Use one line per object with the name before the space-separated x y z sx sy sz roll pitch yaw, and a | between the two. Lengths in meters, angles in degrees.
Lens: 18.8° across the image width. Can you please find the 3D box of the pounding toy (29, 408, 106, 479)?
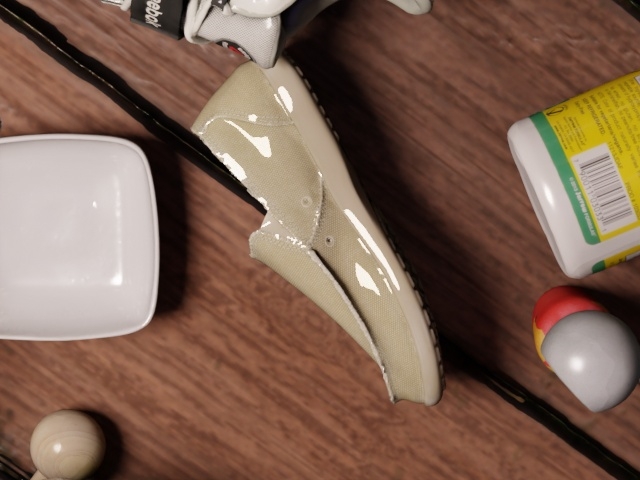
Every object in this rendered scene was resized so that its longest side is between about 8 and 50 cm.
pounding toy | -0.117 0.238 1.365 0.237 0.110 0.183 36 112 20

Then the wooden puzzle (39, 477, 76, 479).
wooden puzzle | -0.245 0.330 1.339 0.348 0.080 0.322 -16 100 26

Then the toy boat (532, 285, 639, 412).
toy boat | 0.299 0.084 1.308 0.318 0.148 0.267 6 102 -4

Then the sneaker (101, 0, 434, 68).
sneaker | -0.080 -0.179 1.229 0.331 0.122 0.146 -8 79 1

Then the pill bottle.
pill bottle | 0.240 -0.064 1.288 0.208 0.117 0.117 -23 102 3

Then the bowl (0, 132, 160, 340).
bowl | -0.180 -0.006 1.319 0.142 0.053 0.142 -1 103 -1

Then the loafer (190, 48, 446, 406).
loafer | 0.000 0.000 1.308 0.092 0.102 0.268 -27 93 5
